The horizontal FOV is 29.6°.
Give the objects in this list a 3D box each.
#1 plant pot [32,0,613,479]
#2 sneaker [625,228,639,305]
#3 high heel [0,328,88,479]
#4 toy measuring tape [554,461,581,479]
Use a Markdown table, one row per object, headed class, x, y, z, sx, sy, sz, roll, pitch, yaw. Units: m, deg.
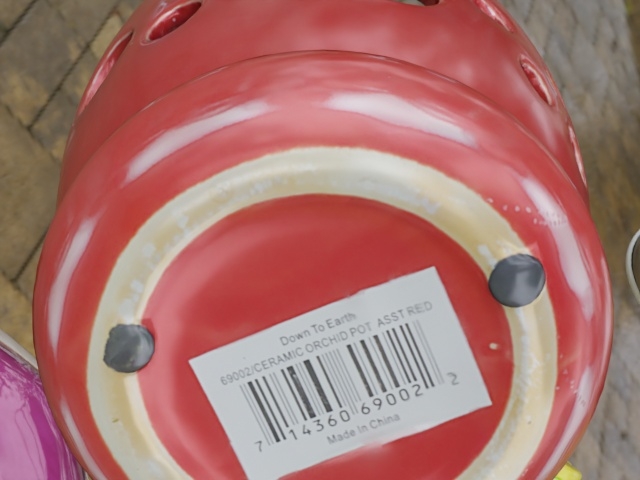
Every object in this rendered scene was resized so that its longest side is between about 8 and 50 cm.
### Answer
| class | x | y | z | sx | sy | sz | roll | pitch | yaw |
| --- | --- | --- | --- | --- | --- | --- | --- | --- | --- |
| plant pot | 0.000 | 0.000 | 0.409 | 0.191 | 0.191 | 0.174 | 58 | 12 | -18 |
| sneaker | 0.294 | 0.097 | 0.755 | 0.296 | 0.104 | 0.147 | 55 | 6 | 15 |
| high heel | -0.199 | 0.146 | 0.636 | 0.181 | 0.127 | 0.377 | -50 | 120 | -16 |
| toy measuring tape | 0.167 | 0.189 | 0.845 | 0.330 | 0.121 | 0.121 | 32 | 48 | -18 |
